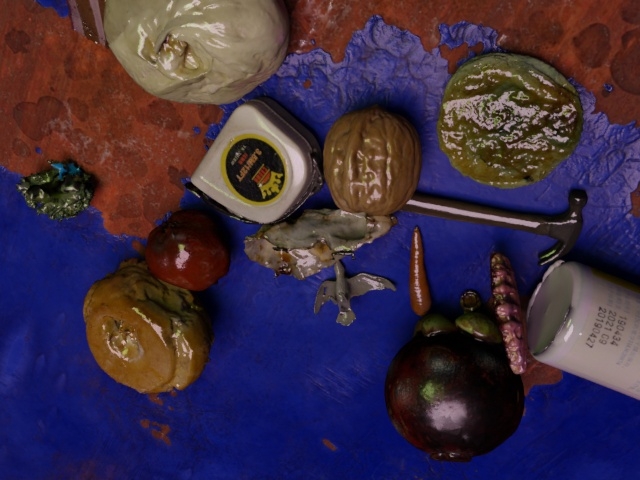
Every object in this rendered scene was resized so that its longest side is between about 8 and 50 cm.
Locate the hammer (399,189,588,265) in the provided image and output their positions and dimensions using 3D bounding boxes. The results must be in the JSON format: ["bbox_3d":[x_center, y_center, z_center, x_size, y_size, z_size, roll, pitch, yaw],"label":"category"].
[{"bbox_3d":[0.305,-0.060,1.467,0.439,0.044,0.169,12,122,11],"label":"hammer"}]

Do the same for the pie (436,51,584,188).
[{"bbox_3d":[0.342,-0.215,1.336,0.276,0.078,0.277,9,122,15],"label":"pie"}]

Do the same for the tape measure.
[{"bbox_3d":[-0.124,-0.138,1.503,0.231,0.133,0.271,42,119,1],"label":"tape measure"}]

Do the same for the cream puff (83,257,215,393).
[{"bbox_3d":[-0.400,0.200,1.741,0.342,0.231,0.327,6,118,22],"label":"cream puff"}]

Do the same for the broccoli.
[{"bbox_3d":[-0.618,-0.115,1.663,0.167,0.160,0.154,41,97,3],"label":"broccoli"}]

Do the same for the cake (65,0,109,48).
[{"bbox_3d":[-0.438,-0.520,1.407,0.115,0.113,0.295,26,137,8],"label":"cake"}]

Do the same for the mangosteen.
[{"bbox_3d":[0.295,0.303,1.584,0.305,0.360,0.306,8,157,3],"label":"mangosteen"}]

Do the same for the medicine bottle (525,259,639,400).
[{"bbox_3d":[0.617,0.198,1.415,0.378,0.214,0.214,22,125,-3],"label":"medicine bottle"}]

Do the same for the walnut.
[{"bbox_3d":[0.100,-0.156,1.386,0.213,0.213,0.213,8,123,13],"label":"walnut"}]

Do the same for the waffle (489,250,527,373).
[{"bbox_3d":[0.382,0.139,1.457,0.055,0.221,0.234,-13,124,17],"label":"waffle"}]

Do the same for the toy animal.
[{"bbox_3d":[0.052,0.105,1.620,0.219,0.095,0.155,-12,121,23],"label":"toy animal"}]

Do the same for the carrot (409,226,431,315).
[{"bbox_3d":[0.215,0.069,1.578,0.048,0.048,0.216,0,115,18],"label":"carrot"}]

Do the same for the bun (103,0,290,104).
[{"bbox_3d":[-0.236,-0.399,1.326,0.360,0.213,0.361,8,125,12],"label":"bun"}]

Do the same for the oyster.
[{"bbox_3d":[-0.004,-0.004,1.516,0.336,0.197,0.133,-11,74,31],"label":"oyster"}]

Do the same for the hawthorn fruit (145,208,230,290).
[{"bbox_3d":[-0.294,0.033,1.642,0.185,0.185,0.202,-17,131,26],"label":"hawthorn fruit"}]
